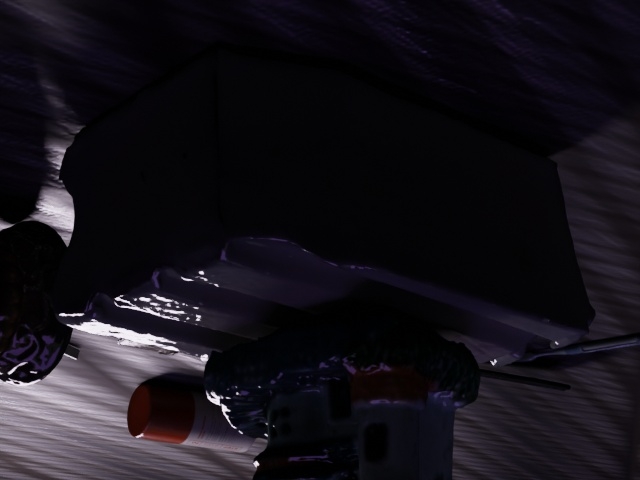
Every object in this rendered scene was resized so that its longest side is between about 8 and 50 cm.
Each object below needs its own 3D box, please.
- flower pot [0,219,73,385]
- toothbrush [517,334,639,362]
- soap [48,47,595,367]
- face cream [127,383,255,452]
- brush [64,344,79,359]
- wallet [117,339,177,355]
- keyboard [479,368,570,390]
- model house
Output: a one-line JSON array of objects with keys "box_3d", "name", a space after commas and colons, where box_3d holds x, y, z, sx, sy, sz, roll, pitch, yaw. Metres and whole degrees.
[{"box_3d": [-0.425, 0.060, 1.275, 0.266, 0.266, 0.267, -20, 162, 37], "name": "flower pot"}, {"box_3d": [0.411, 0.172, 1.867, 0.219, 0.016, 0.019, -13, 156, 26], "name": "toothbrush"}, {"box_3d": [0.000, 0.000, 1.183, 0.435, 0.213, 0.350, 17, 154, -37], "name": "soap"}, {"box_3d": [-0.222, 0.311, 2.069, 0.214, 0.096, 0.096, 14, 153, -32], "name": "face cream"}, {"box_3d": [-0.398, 0.164, 1.810, 0.013, 0.016, 0.083, 1, 161, 30], "name": "brush"}, {"box_3d": [-0.200, 0.120, 1.695, 0.110, 0.031, 0.198, 17, 151, -36], "name": "wallet"}, {"box_3d": [0.320, 0.221, 1.943, 0.381, 0.041, 0.103, 5, 178, -22], "name": "keyboard"}, {"box_3d": [0.022, 0.231, 1.109, 0.253, 0.291, 0.184, -16, 158, 35], "name": "model house"}]
